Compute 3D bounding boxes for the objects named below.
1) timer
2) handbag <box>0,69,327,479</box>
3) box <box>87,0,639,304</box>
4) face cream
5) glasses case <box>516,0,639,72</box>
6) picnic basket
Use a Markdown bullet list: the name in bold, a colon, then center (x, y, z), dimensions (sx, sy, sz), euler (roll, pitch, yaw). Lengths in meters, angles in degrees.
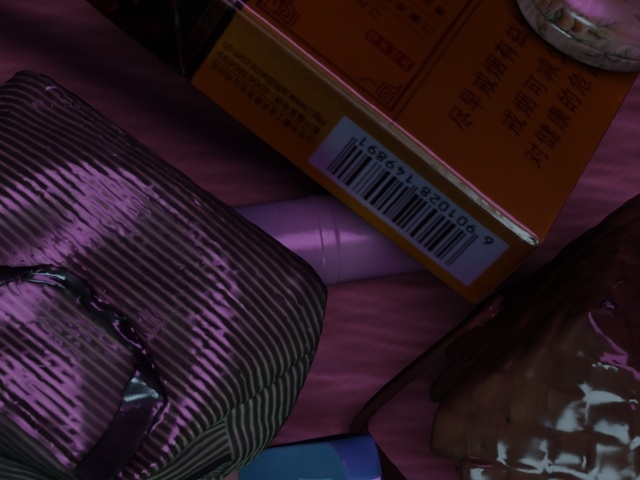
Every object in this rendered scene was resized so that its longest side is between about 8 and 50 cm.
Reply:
- **timer**: center (0.007, 0.265, 1.405), dimensions (0.091, 0.250, 0.232), euler (-6, 84, -10)
- **handbag**: center (-0.191, 0.071, 1.383), dimensions (0.340, 0.247, 0.240), euler (36, 55, 4)
- **box**: center (0.038, -0.179, 1.480), dimensions (0.415, 0.116, 0.264), euler (37, 52, -3)
- **face cream**: center (0.000, 0.000, 1.523), dimensions (0.250, 0.077, 0.077), euler (-8, 84, -11)
- **glasses case**: center (0.252, -0.331, 1.537), dimensions (0.156, 0.098, 0.425), euler (18, 61, -14)
- **picnic basket**: center (0.200, 0.152, 1.455), dimensions (0.254, 0.291, 0.321), euler (45, 121, -1)
